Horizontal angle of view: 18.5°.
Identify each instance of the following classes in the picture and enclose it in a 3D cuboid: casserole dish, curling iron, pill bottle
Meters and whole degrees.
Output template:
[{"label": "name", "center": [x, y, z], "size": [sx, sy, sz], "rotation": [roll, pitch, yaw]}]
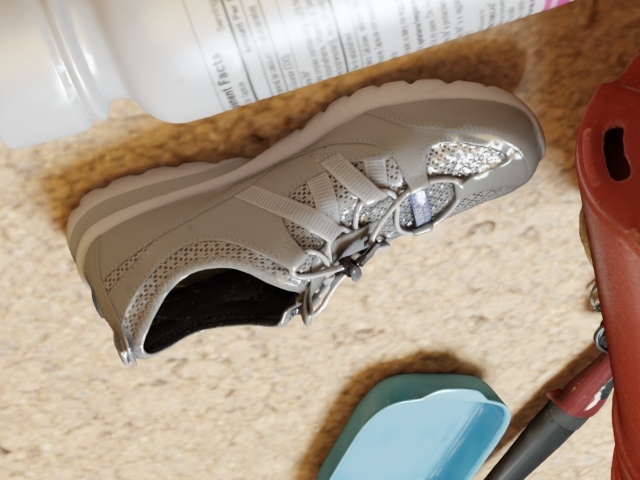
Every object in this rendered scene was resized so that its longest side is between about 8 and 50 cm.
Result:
[{"label": "casserole dish", "center": [0.059, 0.150, 1.403], "size": [0.114, 0.037, 0.188], "rotation": [3, 139, -24]}, {"label": "curling iron", "center": [0.171, 0.111, 1.400], "size": [0.068, 0.035, 0.274], "rotation": [10, 134, -25]}, {"label": "pill bottle", "center": [-0.028, -0.147, 0.895], "size": [0.283, 0.160, 0.160], "rotation": [-17, 143, 1]}]

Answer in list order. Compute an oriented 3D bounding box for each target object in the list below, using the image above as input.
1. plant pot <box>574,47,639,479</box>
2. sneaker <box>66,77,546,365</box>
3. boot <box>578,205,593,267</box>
[{"label": "plant pot", "center": [0.258, 0.031, 1.022], "size": [0.272, 0.272, 0.265], "rotation": [-20, 131, 4]}, {"label": "sneaker", "center": [0.000, 0.000, 1.126], "size": [0.281, 0.115, 0.105], "rotation": [-20, 143, 4]}, {"label": "boot", "center": [0.235, -0.087, 1.129], "size": [0.262, 0.095, 0.203], "rotation": [-25, 138, 21]}]
